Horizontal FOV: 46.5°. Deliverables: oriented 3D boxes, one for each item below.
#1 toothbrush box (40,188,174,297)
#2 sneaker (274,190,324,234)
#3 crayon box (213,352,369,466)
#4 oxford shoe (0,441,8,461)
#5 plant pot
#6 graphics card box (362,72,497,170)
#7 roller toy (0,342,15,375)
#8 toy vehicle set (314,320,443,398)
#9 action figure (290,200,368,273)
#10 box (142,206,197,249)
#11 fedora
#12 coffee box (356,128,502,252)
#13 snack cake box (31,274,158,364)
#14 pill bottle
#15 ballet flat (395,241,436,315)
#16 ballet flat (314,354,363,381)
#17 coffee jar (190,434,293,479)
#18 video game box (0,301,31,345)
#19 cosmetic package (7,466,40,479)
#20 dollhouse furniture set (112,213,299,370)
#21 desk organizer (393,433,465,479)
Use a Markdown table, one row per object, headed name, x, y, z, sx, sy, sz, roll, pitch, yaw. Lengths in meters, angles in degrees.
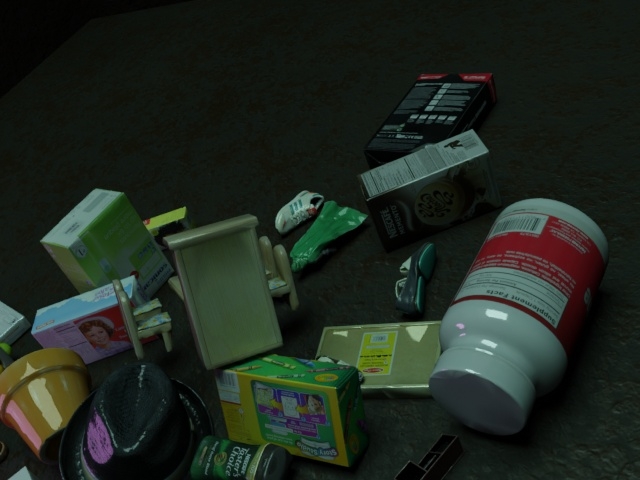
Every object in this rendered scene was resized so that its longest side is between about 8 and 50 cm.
| name | x | y | z | sx | sy | sz | roll | pitch | yaw |
| --- | --- | --- | --- | --- | --- | --- | --- | --- | --- |
| toothbrush box | -0.533 | 0.042 | 1.894 | 0.122 | 0.283 | 0.206 | 11 | 49 | 36 |
| sneaker | -0.052 | -0.074 | 1.960 | 0.075 | 0.057 | 0.161 | 8 | 44 | 43 |
| crayon box | -0.057 | 0.309 | 1.395 | 0.278 | 0.165 | 0.081 | 3 | 23 | 31 |
| oxford shoe | -0.810 | 0.457 | 1.715 | 0.212 | 0.076 | 0.076 | 0 | 45 | 31 |
| plant pot | -0.576 | 0.369 | 1.610 | 0.205 | 0.205 | 0.188 | -34 | 53 | -13 |
| graphics card box | 0.305 | -0.321 | 2.038 | 0.233 | 0.094 | 0.371 | 8 | 46 | 35 |
| roller toy | -0.858 | 0.334 | 1.829 | 0.191 | 0.146 | 0.209 | -30 | 38 | -8 |
| toy vehicle set | 0.116 | 0.241 | 1.502 | 0.267 | 0.035 | 0.166 | -6 | 41 | 23 |
| action figure | 0.000 | 0.000 | 1.837 | 0.137 | 0.063 | 0.232 | 15 | 48 | 38 |
| box | -0.469 | -0.015 | 2.095 | 0.232 | 0.087 | 0.058 | -18 | 37 | 9 |
| fedora | -0.361 | 0.357 | 1.454 | 0.334 | 0.152 | 0.334 | 3 | 38 | -2 |
| coffee box | 0.255 | -0.116 | 1.753 | 0.297 | 0.168 | 0.119 | -22 | 37 | 4 |
| snack cake box | -0.539 | 0.203 | 1.811 | 0.264 | 0.152 | 0.089 | -20 | 37 | 6 |
| pill bottle | 0.355 | 0.133 | 1.344 | 0.229 | 0.229 | 0.408 | 8 | 47 | 35 |
| ballet flat | 0.202 | 0.080 | 1.627 | 0.074 | 0.074 | 0.203 | -3 | 44 | 25 |
| ballet flat | 0.032 | 0.252 | 1.471 | 0.114 | 0.041 | 0.041 | 11 | 49 | 38 |
| coffee jar | -0.144 | 0.421 | 1.384 | 0.184 | 0.079 | 0.096 | -2 | 50 | 29 |
| video game box | -0.918 | 0.256 | 2.040 | 0.205 | 0.048 | 0.187 | 17 | 51 | 42 |
| cosmetic package | -0.535 | 0.548 | 1.432 | 0.060 | 0.099 | 0.239 | -36 | 38 | -16 |
| dollhouse furniture set | -0.236 | 0.075 | 1.551 | 0.362 | 0.256 | 0.394 | -16 | 13 | -18 |
| desk organizer | 0.187 | 0.384 | 1.276 | 0.130 | 0.050 | 0.047 | -43 | 41 | -23 |
